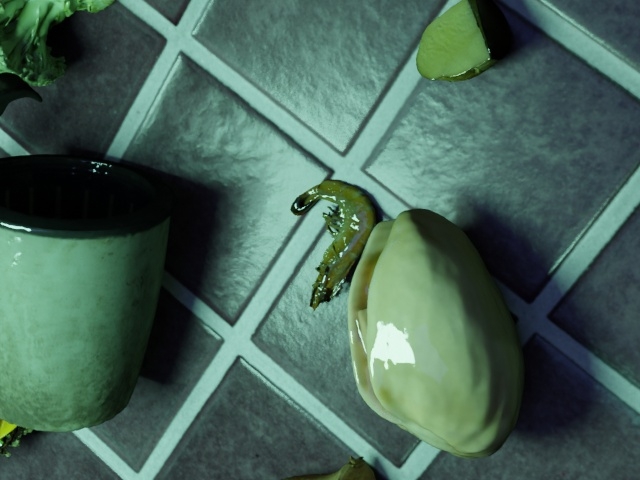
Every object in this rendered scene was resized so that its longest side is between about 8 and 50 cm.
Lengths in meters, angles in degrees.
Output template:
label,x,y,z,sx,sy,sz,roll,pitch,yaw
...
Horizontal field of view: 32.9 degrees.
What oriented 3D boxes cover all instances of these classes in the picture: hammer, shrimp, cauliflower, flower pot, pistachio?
label,x,y,z,sx,sy,sz,roll,pitch,yaw
hammer,-0.515,-0.090,1.569,0.044,0.168,0.440,47,140,6
shrimp,-0.001,0.000,1.464,0.124,0.034,0.178,36,111,17
cauliflower,-0.403,-0.372,1.500,0.250,0.275,0.272,-8,69,-9
flower pot,-0.365,0.076,1.509,0.294,0.293,0.330,17,111,21
pistachio,0.145,0.118,1.345,0.193,0.214,0.318,160,97,-69

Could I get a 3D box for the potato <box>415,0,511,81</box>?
label,x,y,z,sx,sy,sz,roll,pitch,yaw
potato,0.172,-0.235,1.321,0.103,0.066,0.096,-21,67,36

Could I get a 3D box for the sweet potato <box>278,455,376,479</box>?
label,x,y,z,sx,sy,sz,roll,pitch,yaw
sweet potato,-0.065,0.405,1.528,0.337,0.131,0.131,-21,91,25

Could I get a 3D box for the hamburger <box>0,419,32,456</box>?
label,x,y,z,sx,sy,sz,roll,pitch,yaw
hamburger,-0.554,0.226,1.704,0.243,0.139,0.261,-28,89,25
